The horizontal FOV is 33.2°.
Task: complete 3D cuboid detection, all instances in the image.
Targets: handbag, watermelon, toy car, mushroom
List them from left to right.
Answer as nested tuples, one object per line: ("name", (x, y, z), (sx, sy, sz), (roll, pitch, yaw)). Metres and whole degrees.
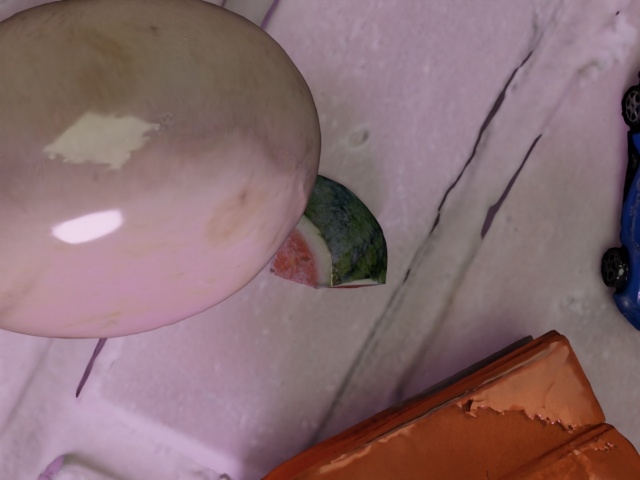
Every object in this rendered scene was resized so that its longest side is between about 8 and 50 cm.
("mushroom", (-0.129, -0.052, 0.640), (0.246, 0.202, 0.246), (-21, 147, -14))
("watermelon", (0.000, -0.002, 0.742), (0.072, 0.084, 0.092), (-25, 68, 16))
("handbag", (0.138, 0.300, 0.735), (0.303, 0.116, 0.410), (-27, 82, -6))
("toy car", (0.270, -0.030, 0.784), (0.103, 0.063, 0.216), (1, 101, -12))
